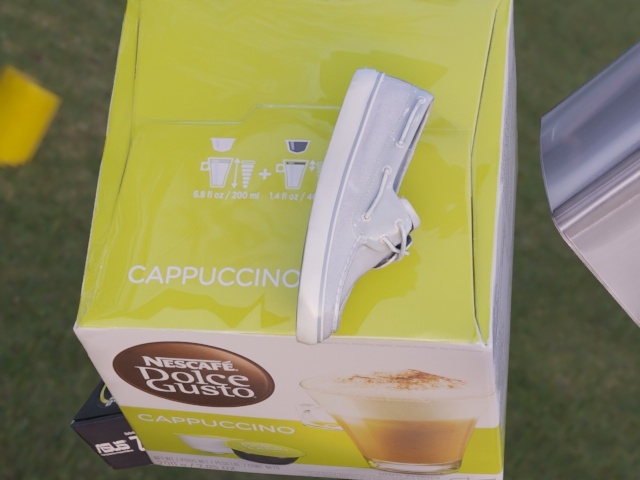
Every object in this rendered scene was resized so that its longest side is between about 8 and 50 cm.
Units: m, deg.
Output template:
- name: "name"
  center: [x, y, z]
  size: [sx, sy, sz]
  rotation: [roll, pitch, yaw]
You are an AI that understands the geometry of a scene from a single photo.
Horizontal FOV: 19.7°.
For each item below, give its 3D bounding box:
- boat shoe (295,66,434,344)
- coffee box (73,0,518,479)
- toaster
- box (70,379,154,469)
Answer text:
- name: "boat shoe"
  center: [0.037, -0.024, 1.408]
  size: [0.081, 0.079, 0.227]
  rotation: [14, 71, 5]
- name: "coffee box"
  center: [0.000, 0.000, 1.639]
  size: [0.338, 0.334, 0.338]
  rotation: [2, 64, 8]
- name: "toaster"
  center: [0.208, -0.023, 1.015]
  size: [0.185, 0.110, 0.168]
  rotation: [47, 20, -18]
- name: "box"
  center: [-0.081, 0.089, 2.179]
  size: [0.097, 0.318, 0.395]
  rotation: [51, 54, -22]
